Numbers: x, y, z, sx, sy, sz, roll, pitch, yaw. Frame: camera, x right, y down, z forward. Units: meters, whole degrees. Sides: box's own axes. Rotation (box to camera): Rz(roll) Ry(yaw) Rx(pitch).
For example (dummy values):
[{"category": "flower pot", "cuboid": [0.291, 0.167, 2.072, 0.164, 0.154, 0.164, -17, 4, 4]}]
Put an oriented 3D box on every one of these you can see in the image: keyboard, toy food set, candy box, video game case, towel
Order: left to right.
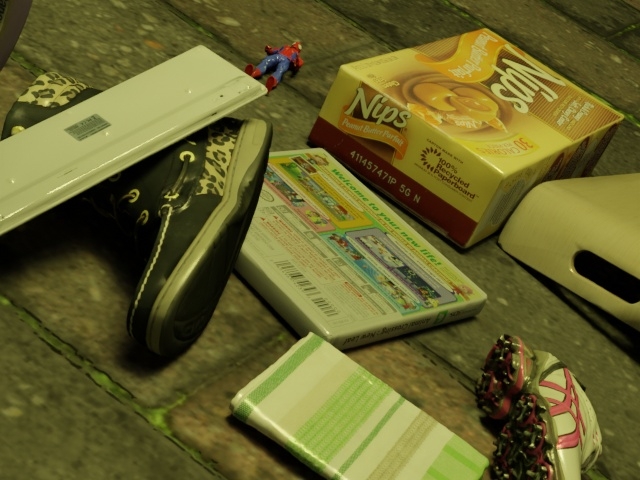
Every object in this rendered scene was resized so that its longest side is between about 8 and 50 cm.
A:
[{"category": "keyboard", "cuboid": [-0.149, -0.069, 0.861, 0.072, 0.014, 0.256, 31, 46, 31]}, {"category": "video game case", "cuboid": [0.000, 0.000, 1.007, 0.193, 0.023, 0.212, -9, 44, -47]}, {"category": "towel", "cuboid": [0.026, 0.128, 0.824, 0.152, 0.023, 0.113, 36, 32, 12]}, {"category": "candy box", "cuboid": [0.150, -0.110, 1.246, 0.183, 0.087, 0.316, 37, 29, 18]}, {"category": "toy food set", "cuboid": [0.338, 0.025, 1.201, 0.219, 0.092, 0.306, 33, 25, 35]}]

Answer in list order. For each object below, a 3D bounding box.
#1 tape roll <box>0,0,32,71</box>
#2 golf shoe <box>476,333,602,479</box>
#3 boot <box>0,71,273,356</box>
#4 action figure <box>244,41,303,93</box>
[{"category": "tape roll", "cuboid": [-0.275, -0.153, 0.856, 0.080, 0.189, 0.189, 31, 29, 7]}, {"category": "golf shoe", "cuboid": [0.161, 0.133, 0.874, 0.086, 0.067, 0.186, 23, 28, -11]}, {"category": "boot", "cuboid": [-0.141, -0.026, 0.883, 0.178, 0.085, 0.236, 16, 39, 3]}, {"category": "action figure", "cuboid": [-0.040, -0.174, 1.259, 0.038, 0.030, 0.115, 25, 26, 6]}]
